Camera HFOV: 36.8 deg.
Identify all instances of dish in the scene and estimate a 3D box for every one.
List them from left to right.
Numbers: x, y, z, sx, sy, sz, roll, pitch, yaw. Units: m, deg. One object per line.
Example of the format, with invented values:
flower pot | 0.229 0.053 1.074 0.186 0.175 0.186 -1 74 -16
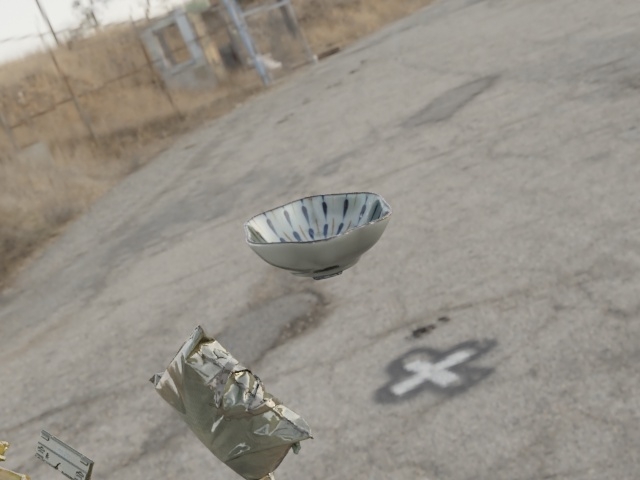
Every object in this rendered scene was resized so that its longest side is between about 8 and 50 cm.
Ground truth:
dish | 0.000 0.000 1.174 0.191 0.066 0.190 -9 18 3

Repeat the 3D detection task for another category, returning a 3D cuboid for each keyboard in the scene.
keyboard | -0.419 0.357 1.577 0.129 0.049 0.015 20 6 32

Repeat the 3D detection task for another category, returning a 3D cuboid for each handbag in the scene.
handbag | -0.139 0.256 1.498 0.117 0.270 0.182 -40 -13 -47

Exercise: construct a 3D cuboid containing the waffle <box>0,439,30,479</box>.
waffle | -0.209 0.209 0.590 0.324 0.151 0.261 13 -6 24
